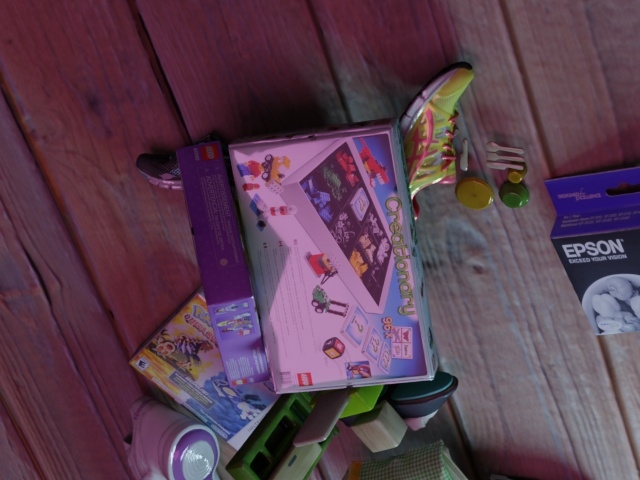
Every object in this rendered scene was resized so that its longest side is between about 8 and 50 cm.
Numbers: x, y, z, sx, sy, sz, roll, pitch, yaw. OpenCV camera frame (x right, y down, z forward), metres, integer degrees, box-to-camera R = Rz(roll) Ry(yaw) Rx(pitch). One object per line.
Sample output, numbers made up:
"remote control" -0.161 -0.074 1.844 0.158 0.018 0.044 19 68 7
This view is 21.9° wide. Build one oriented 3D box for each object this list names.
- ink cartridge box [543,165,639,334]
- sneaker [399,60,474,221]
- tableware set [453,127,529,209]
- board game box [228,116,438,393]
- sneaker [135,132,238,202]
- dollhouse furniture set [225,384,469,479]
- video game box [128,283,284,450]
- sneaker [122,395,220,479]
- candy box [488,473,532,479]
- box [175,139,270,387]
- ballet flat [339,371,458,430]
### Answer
"ink cartridge box" 0.376 0.012 1.916 0.206 0.045 0.208 -9 119 39
"sneaker" 0.127 -0.110 1.905 0.094 0.081 0.208 34 110 5
"tableware set" 0.173 -0.084 1.967 0.154 0.024 0.104 8 129 16
"board game box" 0.017 0.020 1.899 0.193 0.053 0.305 -6 106 13
"sneaker" -0.150 -0.100 2.069 0.167 0.065 0.076 10 111 11
"dollhouse furniture set" 0.064 0.331 2.138 0.198 0.151 0.301 -21 116 47
"video game box" -0.131 0.172 2.251 0.205 0.048 0.187 39 126 -8
"sneaker" -0.208 0.342 2.383 0.152 0.114 0.305 32 141 34
"candy box" 0.302 0.435 2.244 0.159 0.071 0.233 7 125 18
"box" -0.114 0.036 1.977 0.057 0.200 0.293 -12 157 -3
"ballet flat" 0.102 0.216 2.174 0.203 0.074 0.074 -10 119 34
